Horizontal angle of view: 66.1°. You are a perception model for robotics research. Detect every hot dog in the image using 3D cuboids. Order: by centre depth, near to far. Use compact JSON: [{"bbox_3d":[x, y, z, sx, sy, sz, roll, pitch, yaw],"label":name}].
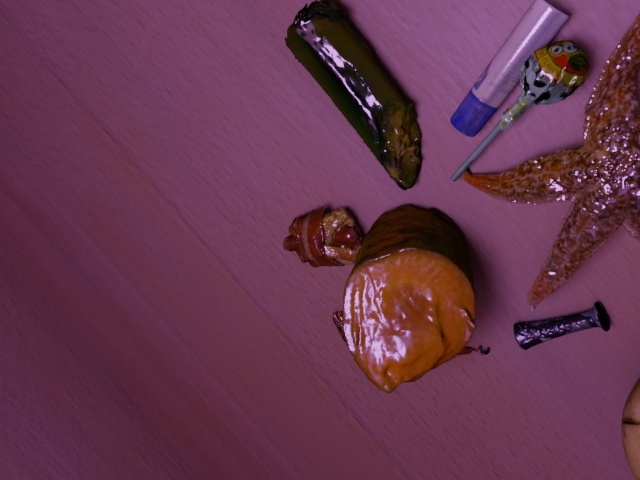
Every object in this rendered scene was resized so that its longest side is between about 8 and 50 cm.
[{"bbox_3d":[0.000,0.000,1.131,0.213,0.103,0.146,-14,109,38],"label":"hot dog"},{"bbox_3d":[0.068,0.234,1.267,0.049,0.037,0.122,-28,101,36],"label":"hot dog"}]

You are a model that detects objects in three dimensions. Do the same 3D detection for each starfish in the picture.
[{"bbox_3d":[0.446,-0.089,0.798,0.383,0.132,0.398,-32,93,44],"label":"starfish"}]

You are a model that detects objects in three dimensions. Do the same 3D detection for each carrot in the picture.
[{"bbox_3d":[0.172,0.088,0.954,0.241,0.341,0.242,6,122,10],"label":"carrot"}]

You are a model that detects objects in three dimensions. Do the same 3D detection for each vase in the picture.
[{"bbox_3d":[0.468,0.169,0.963,0.167,0.059,0.059,-28,100,39],"label":"vase"}]

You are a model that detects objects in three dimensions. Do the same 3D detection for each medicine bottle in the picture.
[{"bbox_3d":[0.303,-0.278,0.810,0.059,0.059,0.231,39,129,7],"label":"medicine bottle"}]

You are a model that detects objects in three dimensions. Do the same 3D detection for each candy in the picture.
[{"bbox_3d":[0.315,-0.196,0.823,0.091,0.083,0.305,12,143,-18],"label":"candy"}]

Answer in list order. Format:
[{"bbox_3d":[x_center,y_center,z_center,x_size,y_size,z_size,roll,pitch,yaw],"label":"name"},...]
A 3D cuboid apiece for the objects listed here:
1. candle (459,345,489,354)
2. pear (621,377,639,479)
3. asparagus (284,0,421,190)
[{"bbox_3d":[0.308,0.258,1.139,0.167,0.021,0.026,-16,107,38],"label":"candle"},{"bbox_3d":[0.654,0.319,0.791,0.309,0.309,0.309,15,123,24],"label":"pear"},{"bbox_3d":[0.086,-0.267,0.924,0.128,0.108,0.382,-34,98,39],"label":"asparagus"}]
